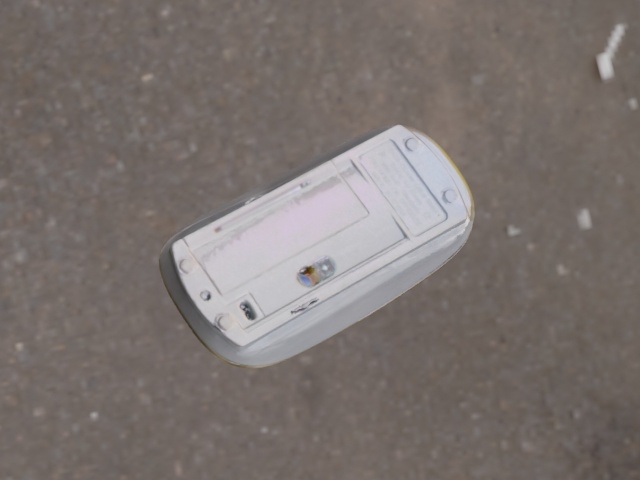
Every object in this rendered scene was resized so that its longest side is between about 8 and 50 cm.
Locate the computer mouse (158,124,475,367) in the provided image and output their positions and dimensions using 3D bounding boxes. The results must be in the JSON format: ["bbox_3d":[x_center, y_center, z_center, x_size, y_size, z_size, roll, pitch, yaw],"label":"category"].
[{"bbox_3d":[-0.001,0.001,0.955,0.199,0.045,0.102,-30,76,-25],"label":"computer mouse"}]
